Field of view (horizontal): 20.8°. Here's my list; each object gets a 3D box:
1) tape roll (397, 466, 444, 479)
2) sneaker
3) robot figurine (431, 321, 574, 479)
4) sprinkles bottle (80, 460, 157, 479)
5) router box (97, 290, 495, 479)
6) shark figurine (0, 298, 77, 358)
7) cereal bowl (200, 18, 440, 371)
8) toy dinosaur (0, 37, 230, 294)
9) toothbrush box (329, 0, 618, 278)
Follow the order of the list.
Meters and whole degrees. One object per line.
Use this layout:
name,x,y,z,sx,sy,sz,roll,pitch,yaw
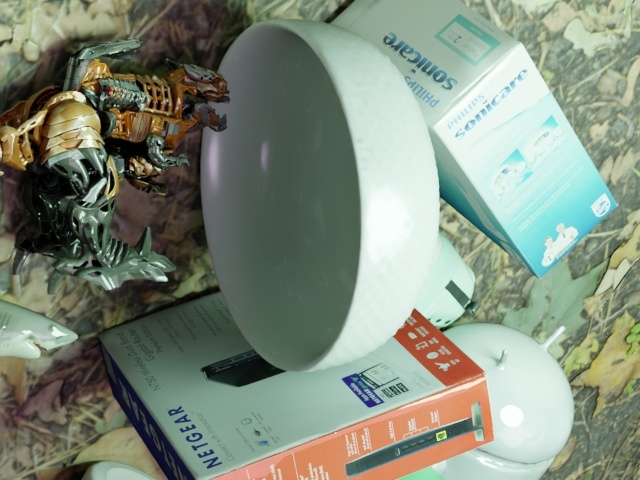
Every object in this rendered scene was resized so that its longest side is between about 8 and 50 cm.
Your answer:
tape roll,0.001,0.288,1.936,0.077,0.321,0.321,-60,143,-31
sneaker,0.082,0.108,2.031,0.256,0.094,0.151,-49,139,4
robot figurine,0.170,0.240,2.082,0.300,0.200,0.353,-34,159,-55
sprinkles bottle,-0.286,0.422,1.950,0.121,0.121,0.355,18,108,-43
router box,-0.033,0.148,1.767,0.301,0.335,0.082,-19,118,-17
shark figurine,-0.366,0.046,1.634,0.278,0.166,0.116,30,59,-64
cereal bowl,0.015,-0.047,1.691,0.141,0.339,0.339,-7,123,-28
toy dinosaur,-0.235,-0.077,1.657,0.322,0.164,0.218,-9,111,-11
toothbrush box,0.157,-0.126,1.833,0.126,0.216,0.295,-44,136,-2
